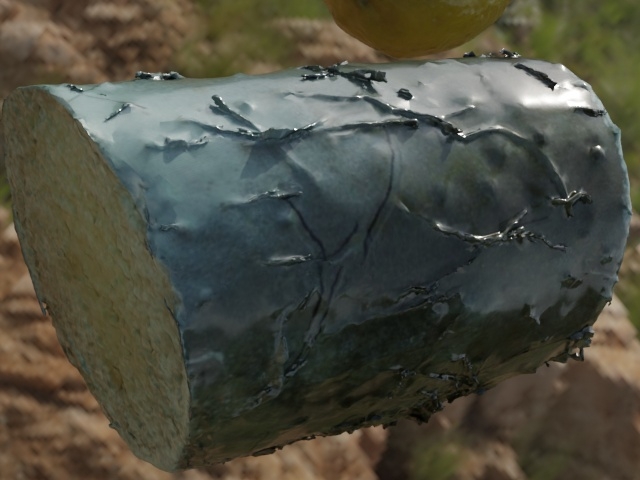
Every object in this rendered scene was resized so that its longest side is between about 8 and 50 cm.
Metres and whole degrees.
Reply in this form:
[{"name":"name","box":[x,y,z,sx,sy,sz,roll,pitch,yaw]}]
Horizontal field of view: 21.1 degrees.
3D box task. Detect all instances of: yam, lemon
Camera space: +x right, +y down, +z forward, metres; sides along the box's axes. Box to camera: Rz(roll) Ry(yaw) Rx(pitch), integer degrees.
[{"name":"yam","box":[0.000,0.000,1.054,0.348,0.241,0.241,-10,57,-25]},{"name":"lemon","box":[0.091,-0.268,1.602,0.192,0.192,0.231,51,37,7]}]
